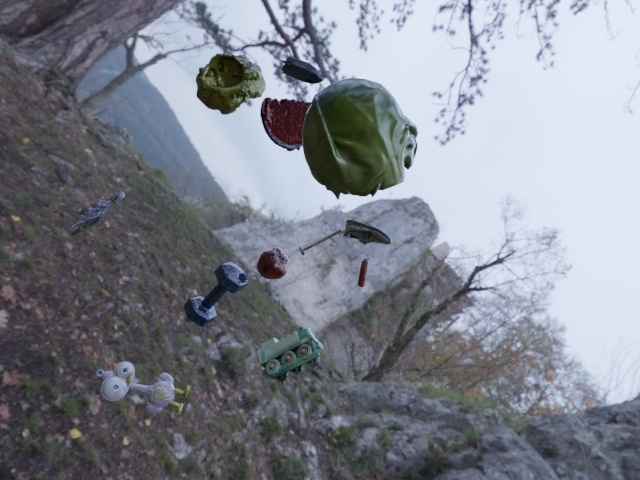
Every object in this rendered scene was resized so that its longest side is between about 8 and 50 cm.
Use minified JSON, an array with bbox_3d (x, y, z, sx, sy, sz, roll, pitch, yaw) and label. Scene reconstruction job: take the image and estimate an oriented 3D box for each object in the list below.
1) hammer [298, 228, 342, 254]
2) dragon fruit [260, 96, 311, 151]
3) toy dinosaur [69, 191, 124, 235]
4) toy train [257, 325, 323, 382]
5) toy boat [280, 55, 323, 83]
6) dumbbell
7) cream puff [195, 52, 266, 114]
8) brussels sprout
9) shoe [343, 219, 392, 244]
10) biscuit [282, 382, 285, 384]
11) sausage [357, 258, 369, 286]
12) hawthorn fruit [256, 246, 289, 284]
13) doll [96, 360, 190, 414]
[{"bbox_3d":[0.000,0.000,1.754,0.062,0.199,0.013,52,-13,54],"label":"hammer"},{"bbox_3d":[-0.170,-0.614,2.183,0.100,0.343,0.282,43,-51,53],"label":"dragon fruit"},{"bbox_3d":[-0.984,-0.126,1.806,0.162,0.294,0.077,-7,-46,37],"label":"toy dinosaur"},{"bbox_3d":[-0.089,0.328,1.216,0.081,0.194,0.125,57,6,-48],"label":"toy train"},{"bbox_3d":[-0.086,-0.863,2.126,0.246,0.093,0.103,29,1,20],"label":"toy boat"},{"bbox_3d":[-0.491,0.254,1.949,0.144,0.325,0.160,46,15,12],"label":"dumbbell"},{"bbox_3d":[-0.356,-0.627,1.610,0.282,0.281,0.185,54,-16,36],"label":"cream puff"},{"bbox_3d":[0.107,-0.364,1.436,0.425,0.342,0.361,14,-39,51],"label":"brussels sprout"},{"bbox_3d":[0.240,-0.025,2.146,0.274,0.098,0.103,20,-4,33],"label":"shoe"},{"bbox_3d":[-0.181,0.662,2.025,0.078,0.015,0.091,-57,148,-68],"label":"biscuit"},{"bbox_3d":[0.178,0.130,1.716,0.034,0.034,0.129,-133,-136,-53],"label":"sausage"},{"bbox_3d":[-0.256,0.130,2.070,0.203,0.162,0.163,-31,-95,35],"label":"hawthorn fruit"},{"bbox_3d":[-0.725,0.596,1.681,0.365,0.160,0.094,25,-25,-16],"label":"doll"}]
